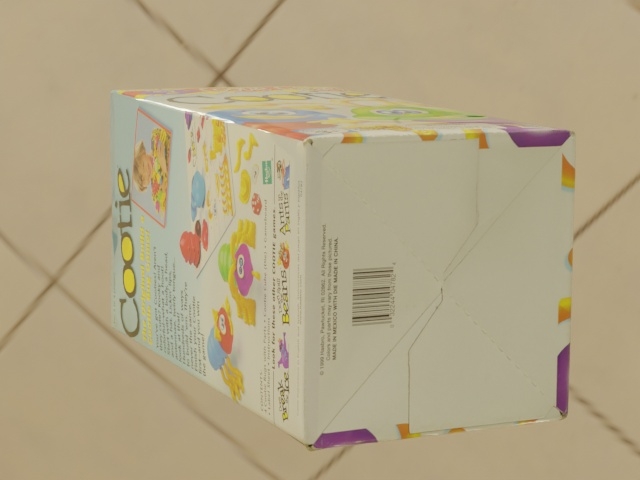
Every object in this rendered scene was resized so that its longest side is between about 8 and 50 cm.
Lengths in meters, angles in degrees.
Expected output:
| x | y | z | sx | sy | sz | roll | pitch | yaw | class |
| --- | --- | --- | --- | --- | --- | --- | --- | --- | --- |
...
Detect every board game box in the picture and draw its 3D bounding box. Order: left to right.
| x | y | z | sx | sy | sz | roll | pitch | yaw | class |
| --- | --- | --- | --- | --- | --- | --- | --- | --- | --- |
| 0.000 | 0.000 | 0.981 | 0.275 | 0.142 | 0.144 | -159 | 68 | -64 | board game box |
